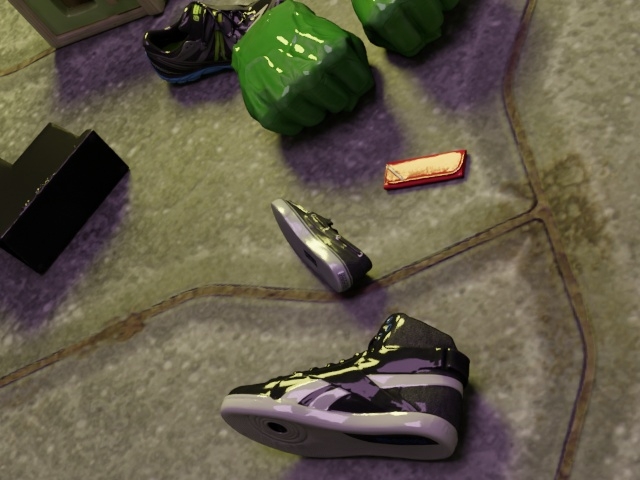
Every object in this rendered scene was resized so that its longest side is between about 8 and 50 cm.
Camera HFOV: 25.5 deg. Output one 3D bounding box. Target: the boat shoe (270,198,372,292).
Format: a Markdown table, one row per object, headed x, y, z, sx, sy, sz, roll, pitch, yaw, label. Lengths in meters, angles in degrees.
| x | y | z | sx | sy | sz | roll | pitch | yaw | label |
| --- | --- | --- | --- | --- | --- | --- | --- | --- | --- |
| 0.000 | 0.000 | 1.348 | 0.040 | 0.049 | 0.142 | -29 | 44 | -14 | boat shoe |

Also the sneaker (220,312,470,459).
| x | y | z | sx | sy | sz | roll | pitch | yaw | label |
| --- | --- | --- | --- | --- | --- | --- | --- | --- | --- |
| 0.028 | 0.120 | 1.218 | 0.217 | 0.079 | 0.121 | 2 | 55 | 26 | sneaker |

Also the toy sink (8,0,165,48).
| x | y | z | sx | sy | sz | roll | pitch | yaw | label |
| --- | --- | --- | --- | --- | --- | --- | --- | --- | --- |
| -0.267 | -0.352 | 1.722 | 0.234 | 0.153 | 0.131 | -15 | 50 | 23 | toy sink |

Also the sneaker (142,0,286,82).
| x | y | z | sx | sy | sz | roll | pitch | yaw | label |
| --- | --- | --- | --- | --- | --- | --- | --- | --- | --- |
| -0.116 | -0.232 | 1.578 | 0.188 | 0.078 | 0.067 | -17 | 49 | 22 | sneaker |

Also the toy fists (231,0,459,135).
| x | y | z | sx | sy | sz | roll | pitch | yaw | label |
| --- | --- | --- | --- | --- | --- | --- | --- | --- | --- |
| 0.035 | -0.217 | 1.455 | 0.279 | 0.096 | 0.142 | -39 | 34 | 5 | toy fists |

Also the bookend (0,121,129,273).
| x | y | z | sx | sy | sz | roll | pitch | yaw | label |
| --- | --- | --- | --- | --- | --- | --- | --- | --- | --- |
| -0.326 | -0.065 | 1.596 | 0.157 | 0.072 | 0.156 | 25 | 73 | 44 | bookend |

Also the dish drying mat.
| x | y | z | sx | sy | sz | roll | pitch | yaw | label |
| --- | --- | --- | --- | --- | --- | --- | --- | --- | --- |
| 0.099 | -0.068 | 1.355 | 0.083 | 0.008 | 0.032 | -9 | 52 | 29 | dish drying mat |
